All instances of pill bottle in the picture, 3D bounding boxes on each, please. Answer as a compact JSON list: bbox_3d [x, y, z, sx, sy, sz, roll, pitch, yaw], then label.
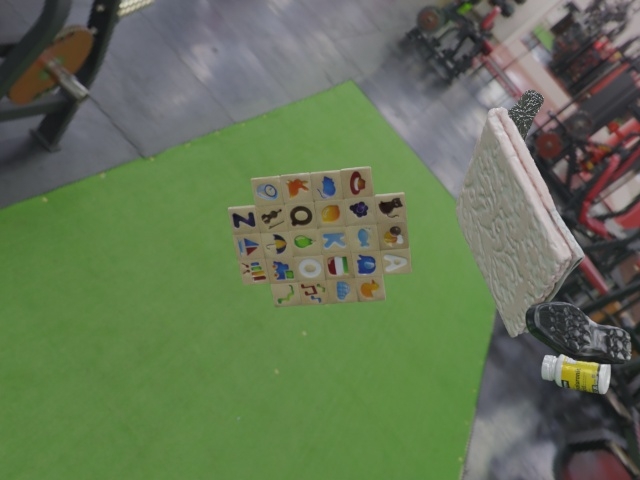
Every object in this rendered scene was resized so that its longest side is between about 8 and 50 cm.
[{"bbox_3d":[0.484,0.250,1.445,0.065,0.116,0.065,-13,105,-56],"label":"pill bottle"}]

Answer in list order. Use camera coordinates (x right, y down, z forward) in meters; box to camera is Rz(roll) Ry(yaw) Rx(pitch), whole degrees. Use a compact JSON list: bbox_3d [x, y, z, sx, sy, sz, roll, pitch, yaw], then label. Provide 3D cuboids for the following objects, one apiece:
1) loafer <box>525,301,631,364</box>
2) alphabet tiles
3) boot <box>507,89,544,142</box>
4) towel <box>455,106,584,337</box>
[{"bbox_3d":[0.378,0.145,1.145,0.223,0.078,0.076,20,67,-33],"label":"loafer"},{"bbox_3d":[0.000,0.000,1.474,0.011,0.342,0.285,-75,159,-62],"label":"alphabet tiles"},{"bbox_3d":[0.433,-0.227,1.753,0.076,0.208,0.189,41,64,14],"label":"boot"},{"bbox_3d":[0.346,-0.025,1.391,0.332,0.053,0.317,95,-22,-61],"label":"towel"}]
